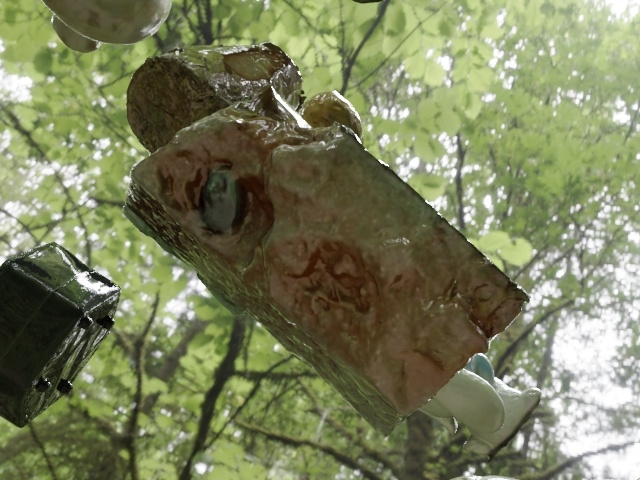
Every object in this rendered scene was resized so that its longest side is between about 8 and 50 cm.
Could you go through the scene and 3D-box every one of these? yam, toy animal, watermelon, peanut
[{"bbox_3d":[-0.126,-0.173,0.981,0.128,0.238,0.129,50,-58,4],"label":"yam"},{"bbox_3d":[0.300,0.334,1.721,0.289,0.174,0.249,27,-26,20],"label":"toy animal"},{"bbox_3d":[-0.009,0.011,0.562,0.264,0.302,0.151,43,-87,8],"label":"watermelon"},{"bbox_3d":[0.019,-0.221,1.637,0.140,0.109,0.159,6,-69,11],"label":"peanut"}]

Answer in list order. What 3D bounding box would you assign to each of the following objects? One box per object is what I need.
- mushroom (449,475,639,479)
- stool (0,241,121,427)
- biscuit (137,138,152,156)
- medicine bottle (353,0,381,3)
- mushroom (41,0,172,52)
[{"bbox_3d":[0.254,0.321,0.936,0.351,0.097,0.109,5,-59,-27],"label":"mushroom"},{"bbox_3d":[-0.384,0.127,1.103,0.141,0.232,0.232,34,-43,3],"label":"stool"},{"bbox_3d":[-0.256,-0.182,1.467,0.250,0.165,0.036,35,3,33],"label":"biscuit"},{"bbox_3d":[0.149,-0.565,1.265,0.242,0.395,0.242,38,-21,17],"label":"medicine bottle"},{"bbox_3d":[-0.362,-0.401,1.295,0.243,0.243,0.243,14,-45,14],"label":"mushroom"}]
